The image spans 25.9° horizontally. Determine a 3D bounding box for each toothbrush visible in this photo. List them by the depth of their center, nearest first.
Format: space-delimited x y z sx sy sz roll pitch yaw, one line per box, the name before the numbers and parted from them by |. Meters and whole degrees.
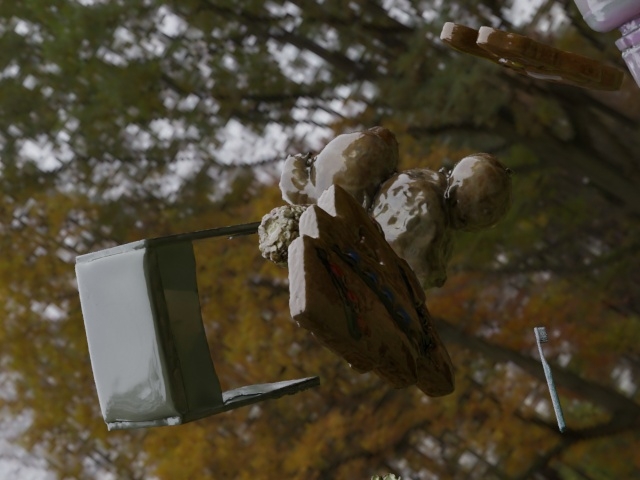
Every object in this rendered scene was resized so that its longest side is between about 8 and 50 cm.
toothbrush | 0.273 0.161 1.639 0.167 0.014 0.011 -95 -9 -50

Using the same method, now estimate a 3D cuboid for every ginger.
ginger | 0.113 -0.069 2.268 0.176 0.375 0.256 71 -138 -67

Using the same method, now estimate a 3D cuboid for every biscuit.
biscuit | 0.051 0.065 1.533 0.043 0.278 0.301 -33 -6 23
biscuit | 0.314 -0.257 1.999 0.295 0.186 0.044 12 -82 -31

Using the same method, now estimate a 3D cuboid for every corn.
corn | 0.000 0.000 1.879 0.290 0.098 0.098 3 -62 -62

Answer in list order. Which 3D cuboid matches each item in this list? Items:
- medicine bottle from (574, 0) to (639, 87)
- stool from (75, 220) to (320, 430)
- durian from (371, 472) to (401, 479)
medicine bottle | 0.445 -0.347 1.789 0.241 0.302 0.241 -28 1 1
stool | -0.169 0.113 1.914 0.269 0.170 0.244 -9 -92 -44
durian | 0.023 0.365 1.270 0.172 0.166 0.306 24 -122 -46
